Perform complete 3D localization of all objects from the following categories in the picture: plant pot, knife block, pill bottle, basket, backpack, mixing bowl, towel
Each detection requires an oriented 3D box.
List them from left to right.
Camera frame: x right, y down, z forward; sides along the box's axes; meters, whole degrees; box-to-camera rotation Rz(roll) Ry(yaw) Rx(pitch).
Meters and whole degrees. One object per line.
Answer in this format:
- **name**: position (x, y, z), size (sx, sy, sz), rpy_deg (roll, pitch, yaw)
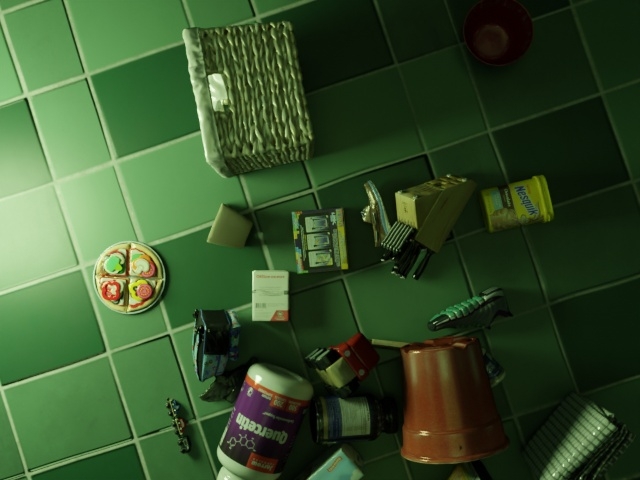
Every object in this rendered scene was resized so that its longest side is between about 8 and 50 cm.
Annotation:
- **backpack**: position (-0.278, 0.280, 1.810), size (0.117, 0.158, 0.173), rpy_deg (2, 103, -15)
- **plant pot**: position (-0.239, -0.033, 1.840), size (0.096, 0.109, 0.109), rpy_deg (21, 90, -10)
- **basket**: position (-0.169, -0.350, 1.728), size (0.266, 0.331, 0.328), rpy_deg (-10, 89, 0)
- **pill bottle**: position (-0.153, 0.493, 1.784), size (0.182, 0.181, 0.323), rpy_deg (21, 90, 3)
- **pill bottle**: position (0.088, 0.464, 1.796), size (0.219, 0.123, 0.122), rpy_deg (-1, 89, -11)
- **knife block**: position (0.287, -0.026, 1.815), size (0.276, 0.088, 0.242), rpy_deg (-20, 116, -23)
- **plant pot**: position (0.318, 0.385, 1.722), size (0.272, 0.272, 0.265), rpy_deg (-8, 88, 2)
- **pill bottle**: position (0.427, 0.326, 1.820), size (0.067, 0.067, 0.120), rpy_deg (-43, 88, 1)
- **mixing bowl**: position (0.462, -0.540, 1.820), size (0.181, 0.098, 0.181), rpy_deg (0, 90, 3)
- **towel**: position (0.637, 0.513, 1.701), size (0.121, 0.284, 0.235), rpy_deg (41, 92, 1)

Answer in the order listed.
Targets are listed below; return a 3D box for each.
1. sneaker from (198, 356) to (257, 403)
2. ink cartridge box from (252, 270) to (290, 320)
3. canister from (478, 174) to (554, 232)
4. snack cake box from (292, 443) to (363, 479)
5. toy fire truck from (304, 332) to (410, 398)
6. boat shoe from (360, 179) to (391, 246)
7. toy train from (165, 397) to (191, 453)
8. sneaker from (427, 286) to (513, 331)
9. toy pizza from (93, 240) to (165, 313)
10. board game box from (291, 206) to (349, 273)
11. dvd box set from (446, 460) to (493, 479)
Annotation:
- **sneaker**: position (-0.247, 0.372, 1.854), size (0.089, 0.051, 0.170), rpy_deg (31, 94, -2)
- **ink cartridge box**: position (-0.132, 0.147, 1.851), size (0.099, 0.056, 0.135), rpy_deg (1, 89, 2)
- **canister**: position (0.517, -0.094, 1.823), size (0.170, 0.073, 0.126), rpy_deg (-13, 88, 4)
- **snack cake box**: position (-0.012, 0.644, 1.789), size (0.264, 0.152, 0.089), rpy_deg (-42, 88, 1)
- **toy fire truck**: position (0.111, 0.296, 1.773), size (0.246, 0.217, 0.158), rpy_deg (-37, 90, -14)
- **boat shoe**: position (0.144, -0.069, 1.840), size (0.066, 0.066, 0.183), rpy_deg (-20, 88, 3)
- **toy train**: position (-0.385, 0.501, 1.869), size (0.036, 0.027, 0.158), rpy_deg (-19, 89, -2)
- **sneaker**: position (0.399, 0.209, 1.819), size (0.224, 0.083, 0.098), rpy_deg (-26, 93, 1)
- **toy pizza**: position (-0.526, 0.101, 1.880), size (0.201, 0.032, 0.201), rpy_deg (0, 89, 2)
- **board game box**: position (0.000, 0.000, 1.854), size (0.141, 0.048, 0.170), rpy_deg (-5, 88, 0)
- **dvd box set**: position (0.287, 0.747, 1.700), size (0.062, 0.307, 0.420), rpy_deg (34, 91, 5)
